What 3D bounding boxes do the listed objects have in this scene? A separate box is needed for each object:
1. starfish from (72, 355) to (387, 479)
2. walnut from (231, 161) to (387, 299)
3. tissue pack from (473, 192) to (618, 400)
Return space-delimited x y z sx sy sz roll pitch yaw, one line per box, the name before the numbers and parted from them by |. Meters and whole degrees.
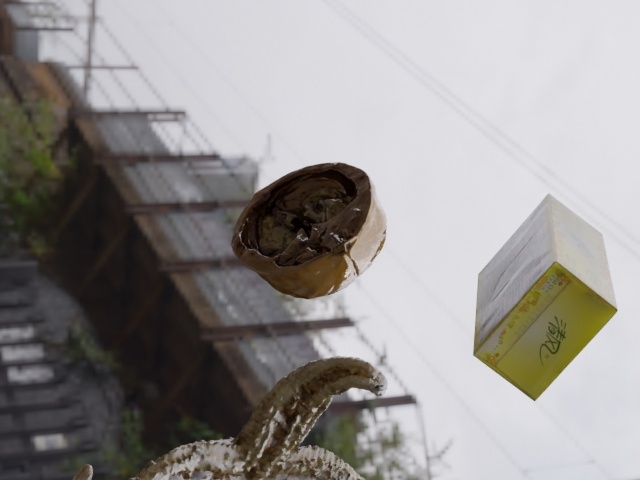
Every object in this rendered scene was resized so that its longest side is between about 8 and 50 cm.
starfish | -0.055 0.219 1.174 0.094 0.375 0.327 47 -58 42
walnut | 0.000 0.000 0.825 0.052 0.091 0.121 53 -9 -31
tissue pack | 0.171 0.039 1.046 0.095 0.062 0.176 -52 -176 19
